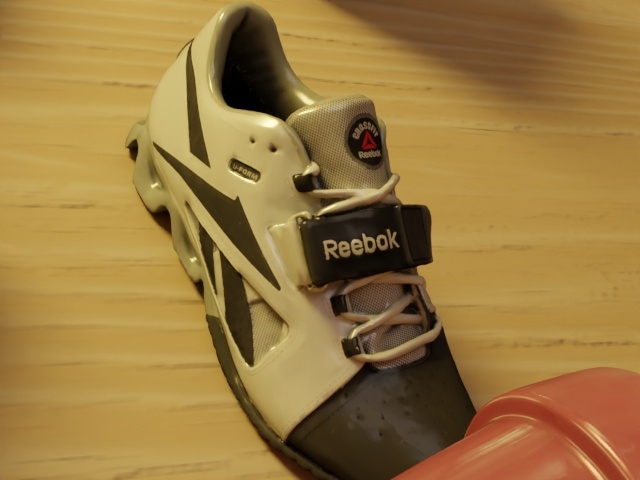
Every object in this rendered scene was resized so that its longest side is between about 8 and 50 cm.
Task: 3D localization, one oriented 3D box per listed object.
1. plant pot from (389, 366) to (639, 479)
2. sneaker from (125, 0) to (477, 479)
[{"bbox_3d":[0.075,0.173,0.482,0.180,0.201,0.201,-13,55,-20],"label":"plant pot"},{"bbox_3d":[0.000,0.000,0.635,0.122,0.146,0.330,-14,59,-42],"label":"sneaker"}]
